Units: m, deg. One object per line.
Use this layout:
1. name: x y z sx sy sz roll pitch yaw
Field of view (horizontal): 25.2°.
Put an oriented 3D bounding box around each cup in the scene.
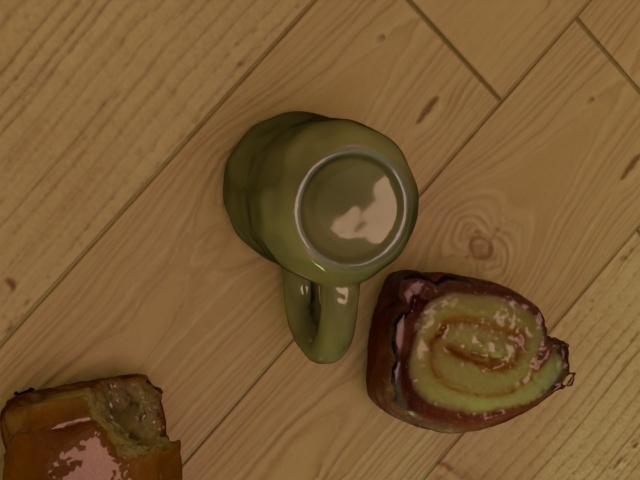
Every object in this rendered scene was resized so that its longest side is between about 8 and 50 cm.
1. cup: -0.017 -0.009 1.530 0.173 0.202 0.255 21 91 -22

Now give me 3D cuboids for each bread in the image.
1. bread: -0.237 0.318 1.531 0.195 0.149 0.344 -10 102 -18
2. bread: 0.166 0.133 1.663 0.244 0.123 0.190 12 96 -21
